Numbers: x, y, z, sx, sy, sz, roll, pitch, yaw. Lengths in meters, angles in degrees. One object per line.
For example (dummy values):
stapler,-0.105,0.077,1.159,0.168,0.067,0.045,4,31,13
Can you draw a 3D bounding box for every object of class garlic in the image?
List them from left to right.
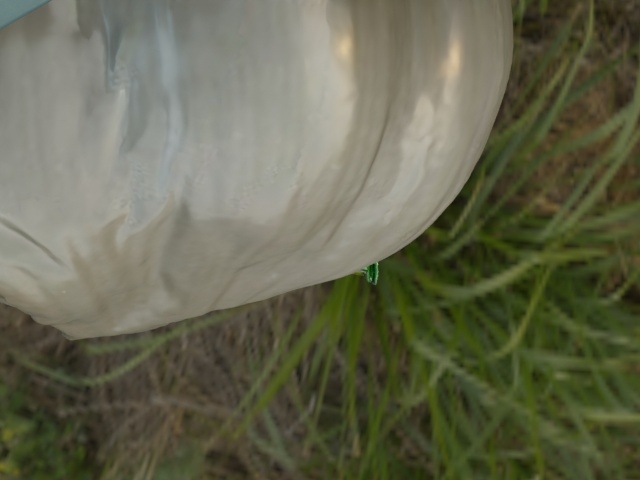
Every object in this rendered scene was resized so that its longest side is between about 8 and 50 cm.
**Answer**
garlic,-0.022,-0.054,0.525,0.142,0.229,0.178,13,117,48

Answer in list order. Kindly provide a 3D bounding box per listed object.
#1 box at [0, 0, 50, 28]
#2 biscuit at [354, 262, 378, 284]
box,-0.109,-0.124,0.305,0.130,0.162,0.227,-28,161,-10
biscuit,0.000,0.000,1.142,0.089,0.046,0.016,9,169,-23
